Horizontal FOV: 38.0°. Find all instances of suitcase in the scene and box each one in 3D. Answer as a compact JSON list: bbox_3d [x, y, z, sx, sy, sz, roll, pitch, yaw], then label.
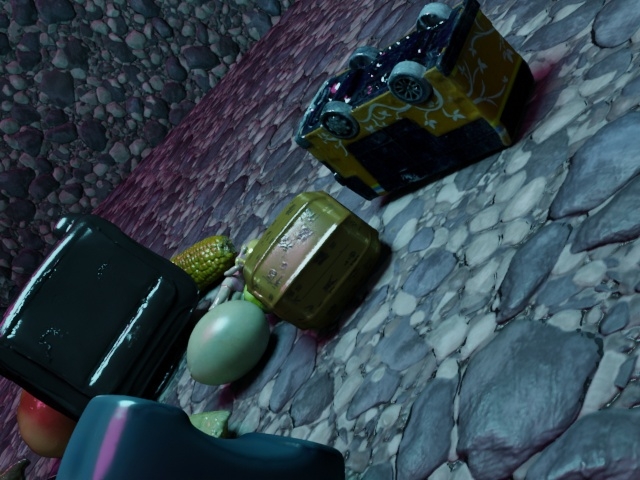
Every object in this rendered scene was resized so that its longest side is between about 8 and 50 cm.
[{"bbox_3d":[-0.425,0.159,1.755,0.345,0.339,0.188,-60,14,-25],"label":"suitcase"}]

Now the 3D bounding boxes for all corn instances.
[{"bbox_3d":[-0.285,0.077,1.935,0.313,0.102,0.102,-38,24,32],"label":"corn"}]

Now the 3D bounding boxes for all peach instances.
[{"bbox_3d":[-0.520,0.346,1.881,0.184,0.184,0.184,-43,21,22],"label":"peach"}]

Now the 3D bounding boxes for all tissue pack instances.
[{"bbox_3d":[-0.129,0.286,0.965,0.198,0.287,0.206,-12,60,59],"label":"tissue pack"}]

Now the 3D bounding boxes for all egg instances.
[{"bbox_3d":[-0.147,0.162,1.462,0.152,0.114,0.114,-46,20,-3],"label":"egg"}]

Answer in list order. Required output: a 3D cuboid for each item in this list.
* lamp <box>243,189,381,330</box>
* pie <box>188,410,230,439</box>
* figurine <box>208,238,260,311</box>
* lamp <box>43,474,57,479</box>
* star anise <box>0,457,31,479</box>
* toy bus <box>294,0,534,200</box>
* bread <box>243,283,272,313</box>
[{"bbox_3d":[-0.013,0.030,1.351,0.185,0.161,0.161,-54,20,1],"label":"lamp"},{"bbox_3d":[-0.215,0.331,1.357,0.248,0.090,0.201,-26,35,57],"label":"pie"},{"bbox_3d":[-0.134,0.068,1.675,0.083,0.083,0.187,-23,28,53],"label":"figurine"},{"bbox_3d":[-0.311,0.441,1.223,0.147,0.172,0.227,-55,31,32],"label":"lamp"},{"bbox_3d":[-0.699,0.591,1.941,0.349,0.109,0.292,-39,28,58],"label":"star anise"},{"bbox_3d":[0.132,-0.196,1.364,0.323,0.194,0.162,-21,36,49],"label":"toy bus"},{"bbox_3d":[-0.066,0.068,1.513,0.139,0.071,0.130,-34,26,36],"label":"bread"}]
